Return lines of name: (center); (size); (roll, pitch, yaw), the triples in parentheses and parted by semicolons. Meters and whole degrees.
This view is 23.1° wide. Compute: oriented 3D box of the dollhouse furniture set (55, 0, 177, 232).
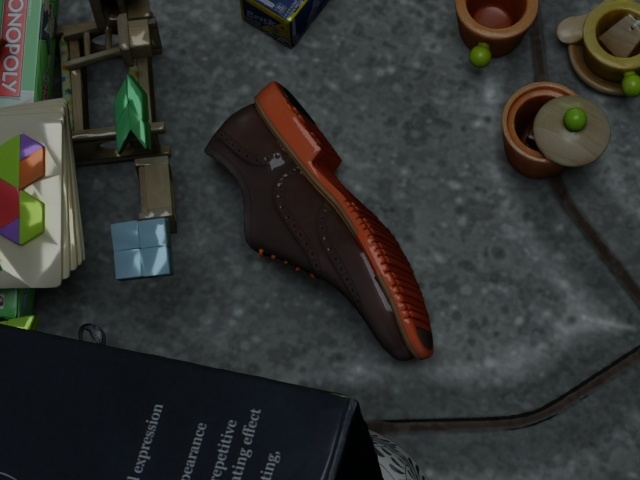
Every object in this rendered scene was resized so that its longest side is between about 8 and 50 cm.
dollhouse furniture set: (-0.183, -0.114, 1.295); (0.101, 0.161, 0.182); (-6, 69, -2)

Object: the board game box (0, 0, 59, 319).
board game box: (-0.334, -0.097, 1.301); (0.213, 0.046, 0.317); (4, 86, 6)

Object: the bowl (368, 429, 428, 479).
bowl: (0.011, 0.216, 1.216); (0.170, 0.080, 0.170); (0, 69, 1)

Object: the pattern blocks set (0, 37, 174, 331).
pattern blocks set: (-0.283, -0.034, 1.246); (0.324, 0.026, 0.285); (-17, 83, 7)

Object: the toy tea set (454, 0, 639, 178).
toy tea set: (0.201, -0.222, 1.350); (0.200, 0.124, 0.336); (-15, 70, -5)

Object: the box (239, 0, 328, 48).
box: (-0.002, -0.259, 1.404); (0.059, 0.054, 0.169); (32, 74, 12)

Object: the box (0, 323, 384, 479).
box: (-0.186, 0.231, 1.028); (0.395, 0.212, 0.294); (11, 66, 13)

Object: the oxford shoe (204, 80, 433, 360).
oxford shoe: (0.000, 0.000, 1.302); (0.098, 0.097, 0.271); (-36, 68, 9)

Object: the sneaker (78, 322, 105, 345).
sneaker: (-0.142, 0.183, 1.217); (0.153, 0.101, 0.268); (-43, 72, -11)
